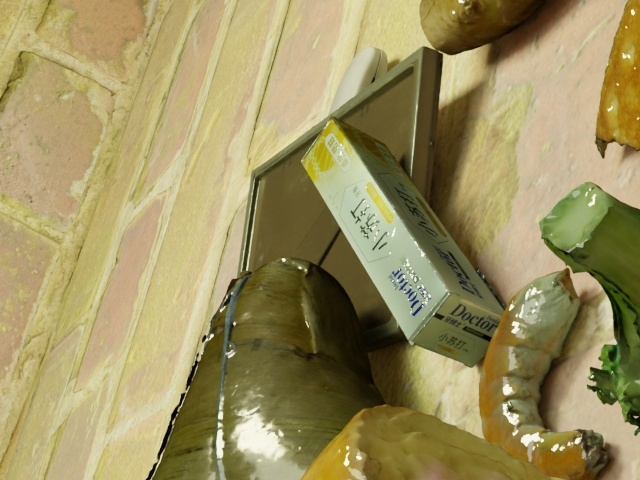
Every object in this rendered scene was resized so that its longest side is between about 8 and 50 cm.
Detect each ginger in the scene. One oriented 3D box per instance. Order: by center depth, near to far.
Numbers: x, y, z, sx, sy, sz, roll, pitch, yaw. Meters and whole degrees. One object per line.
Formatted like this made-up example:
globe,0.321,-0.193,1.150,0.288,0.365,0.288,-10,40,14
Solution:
ginger,0.196,-0.279,1.194,0.263,0.116,0.109,-36,56,43

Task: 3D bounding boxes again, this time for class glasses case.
glasses case,0.040,-0.159,1.504,0.076,0.049,0.197,-21,49,63

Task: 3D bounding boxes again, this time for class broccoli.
broccoli,0.207,0.039,0.672,0.194,0.194,0.219,-52,18,29

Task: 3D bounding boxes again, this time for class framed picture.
framed picture,0.000,0.000,1.381,0.446,0.028,0.326,-28,51,58

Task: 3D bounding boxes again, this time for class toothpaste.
toothpaste,0.071,-0.005,1.109,0.071,0.089,0.313,-52,36,18

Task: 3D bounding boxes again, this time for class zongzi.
zongzi,0.023,0.148,1.051,0.393,0.174,0.356,-22,41,39

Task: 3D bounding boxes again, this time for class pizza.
pizza,0.275,-0.128,0.838,0.292,0.058,0.197,109,158,-54

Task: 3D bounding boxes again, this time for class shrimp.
shrimp,0.176,0.104,0.879,0.161,0.049,0.166,-66,22,3

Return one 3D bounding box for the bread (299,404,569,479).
bread,0.017,0.284,0.777,0.375,0.237,0.165,-51,26,31
